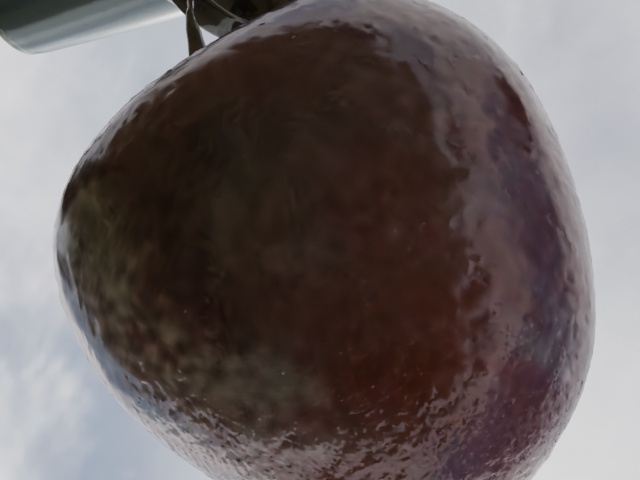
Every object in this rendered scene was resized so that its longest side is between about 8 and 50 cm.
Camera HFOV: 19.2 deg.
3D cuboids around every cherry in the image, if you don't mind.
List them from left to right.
[{"bbox_3d":[0.000,0.000,0.861,0.236,0.213,0.285,-31,-107,7],"label":"cherry"}]

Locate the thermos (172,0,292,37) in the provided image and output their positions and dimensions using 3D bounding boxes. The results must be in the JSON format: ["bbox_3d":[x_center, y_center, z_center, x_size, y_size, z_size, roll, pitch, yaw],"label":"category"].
[{"bbox_3d":[-0.055,-0.174,1.138,0.105,0.137,0.193,-43,-122,32],"label":"thermos"}]

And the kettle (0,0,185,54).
[{"bbox_3d":[-0.163,-0.253,1.676,0.243,0.210,0.160,-18,-99,28],"label":"kettle"}]

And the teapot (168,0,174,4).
[{"bbox_3d":[-0.088,-0.193,1.340,0.088,0.066,0.057,33,-91,12],"label":"teapot"}]
